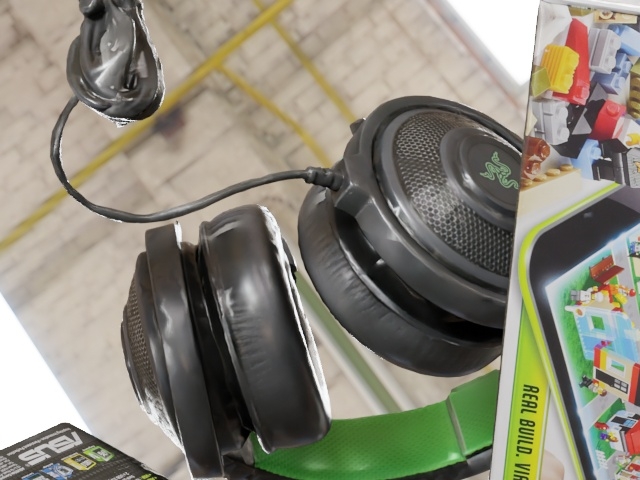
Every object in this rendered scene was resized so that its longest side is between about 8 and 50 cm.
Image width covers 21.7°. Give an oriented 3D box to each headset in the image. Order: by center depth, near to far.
[{"bbox_3d":[0.000,0.000,0.834,0.243,0.185,0.394,-28,-37,17],"label":"headset"}]

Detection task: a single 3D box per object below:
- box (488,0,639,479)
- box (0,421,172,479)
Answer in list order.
[{"bbox_3d":[0.112,0.028,0.489,0.036,0.114,0.207,-52,-32,-57],"label":"box"},{"bbox_3d":[-0.082,0.144,0.602,0.190,0.184,0.045,-21,-46,-60],"label":"box"}]
